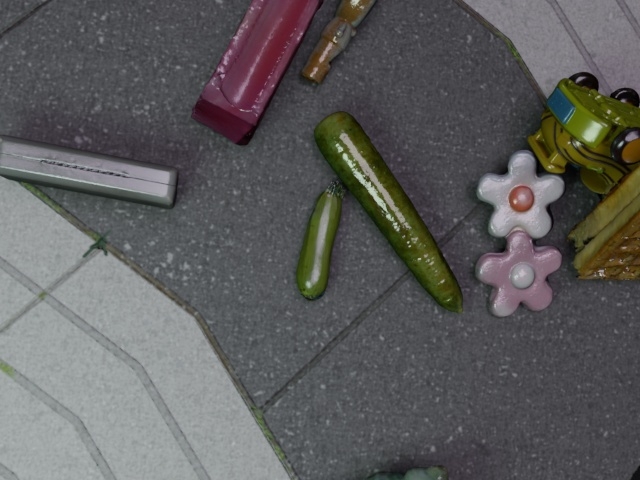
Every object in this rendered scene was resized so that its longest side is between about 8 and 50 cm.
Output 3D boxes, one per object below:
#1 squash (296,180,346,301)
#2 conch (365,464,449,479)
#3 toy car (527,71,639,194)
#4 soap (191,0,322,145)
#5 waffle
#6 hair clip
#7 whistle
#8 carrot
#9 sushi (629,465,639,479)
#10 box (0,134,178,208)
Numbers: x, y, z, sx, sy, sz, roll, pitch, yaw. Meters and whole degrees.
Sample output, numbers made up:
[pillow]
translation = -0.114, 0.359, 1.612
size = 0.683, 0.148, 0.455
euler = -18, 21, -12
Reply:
[squash]
translation = 0.000, 0.000, 1.183
size = 0.052, 0.052, 0.183
euler = 14, 82, -8
[conch]
translation = 0.078, 0.409, 1.095
size = 0.277, 0.195, 0.220
euler = -44, 62, 12
[toy car]
translation = 0.440, -0.143, 1.215
size = 0.248, 0.200, 0.142
euler = 16, 124, -19
[soap]
translation = -0.087, -0.275, 1.144
size = 0.099, 0.162, 0.250
euler = 27, 80, -6
[waffle]
translation = 0.514, -0.038, 1.142
size = 0.213, 0.308, 0.091
euler = 0, 62, -10
[hair clip]
translation = 0.306, -0.009, 1.231
size = 0.146, 0.075, 0.257
euler = 1, 87, -14
[whistle]
translation = 0.038, -0.340, 1.213
size = 0.057, 0.107, 0.220
euler = 31, 94, -9
[carrot]
translation = 0.110, -0.037, 1.198
size = 0.074, 0.074, 0.358
euler = -35, 91, -12
[sushi]
translation = 0.669, 0.362, 1.250
size = 0.292, 0.059, 0.294
euler = 35, 79, -4
[box]
translation = -0.322, -0.093, 1.111
size = 0.244, 0.103, 0.055
euler = 10, 86, -8
